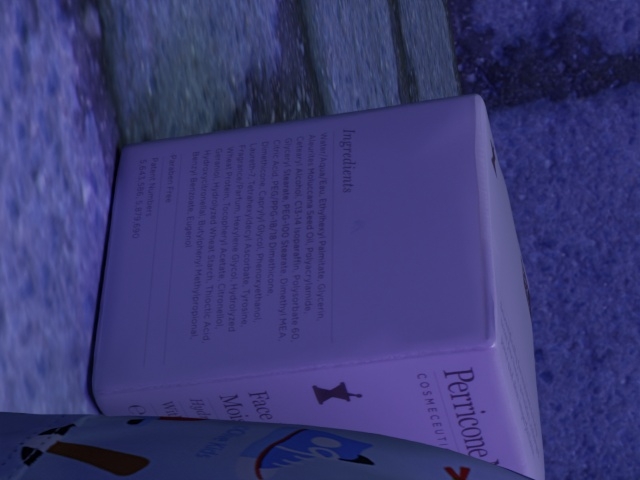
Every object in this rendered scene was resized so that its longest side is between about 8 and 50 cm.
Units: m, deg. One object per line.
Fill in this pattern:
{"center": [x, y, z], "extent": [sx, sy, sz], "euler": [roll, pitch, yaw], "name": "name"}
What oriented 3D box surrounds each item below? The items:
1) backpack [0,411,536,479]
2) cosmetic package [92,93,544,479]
{"center": [-0.044, 0.153, 0.318], "extent": [0.213, 0.263, 0.276], "euler": [-64, 145, -72], "name": "backpack"}
{"center": [0.005, 0.043, 0.825], "extent": [0.151, 0.183, 0.151], "euler": [68, 18, -49], "name": "cosmetic package"}
